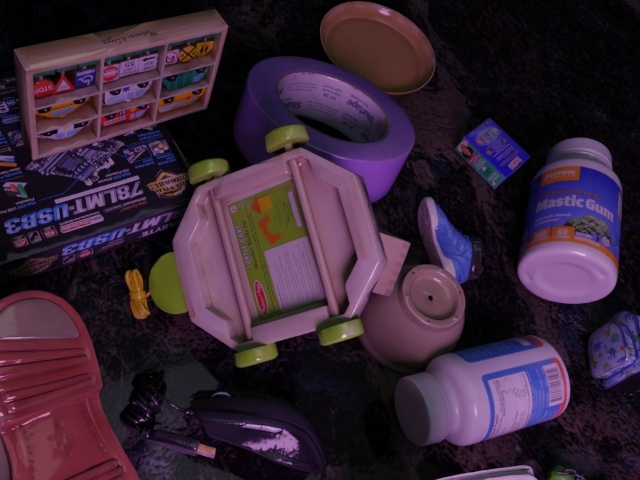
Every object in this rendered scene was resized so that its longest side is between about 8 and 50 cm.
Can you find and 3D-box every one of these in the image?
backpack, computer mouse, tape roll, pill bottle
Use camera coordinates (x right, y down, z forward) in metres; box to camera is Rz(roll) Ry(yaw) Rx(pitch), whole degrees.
[{"bbox_3d":[0.479,0.171,0.987,0.084,0.105,0.114,20,52,-9],"label":"backpack"},{"bbox_3d":[-0.098,0.206,0.721,0.261,0.184,0.060,24,90,-5],"label":"computer mouse"},{"bbox_3d":[0.006,-0.177,0.985,0.274,0.090,0.275,16,39,-13],"label":"tape roll"},{"bbox_3d":[0.218,0.209,0.863,0.221,0.124,0.124,-7,64,-22],"label":"pill bottle"},{"bbox_3d":[0.427,-0.043,1.063,0.152,0.152,0.272,24,57,-5],"label":"pill bottle"}]

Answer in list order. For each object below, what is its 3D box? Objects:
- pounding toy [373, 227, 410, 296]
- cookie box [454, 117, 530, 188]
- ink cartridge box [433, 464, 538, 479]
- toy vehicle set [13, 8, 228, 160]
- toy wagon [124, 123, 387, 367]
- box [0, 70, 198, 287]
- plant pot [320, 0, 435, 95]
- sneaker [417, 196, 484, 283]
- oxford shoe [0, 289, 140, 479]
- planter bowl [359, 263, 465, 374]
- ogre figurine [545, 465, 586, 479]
[{"bbox_3d":[-0.010,-0.004,0.903,0.180,0.206,0.094,17,97,-29],"label":"pounding toy"},{"bbox_3d":[0.318,-0.162,1.159,0.091,0.040,0.107,-36,77,-32],"label":"cookie box"},{"bbox_3d":[0.126,0.366,0.648,0.116,0.278,0.202,1,61,-19],"label":"ink cartridge box"},{"bbox_3d":[-0.258,-0.207,0.828,0.266,0.166,0.035,-25,72,-31],"label":"toy vehicle set"},{"bbox_3d":[-0.094,0.021,0.800,0.068,0.344,0.268,5,68,-68],"label":"toy wagon"},{"bbox_3d":[-0.357,-0.115,0.880,0.295,0.073,0.293,-23,72,-29],"label":"box"},{"bbox_3d":[0.108,-0.365,1.209,0.236,0.032,0.237,9,58,-14],"label":"plant pot"},{"bbox_3d":[0.216,-0.003,1.021,0.084,0.058,0.152,-8,69,-17],"label":"sneaker"},{"bbox_3d":[-0.284,0.257,0.670,0.140,0.146,0.398,-5,80,-40],"label":"oxford shoe"},{"bbox_3d":[0.142,0.100,0.908,0.161,0.109,0.162,8,60,-14],"label":"planter bowl"},{"bbox_3d":[0.363,0.406,0.824,0.118,0.097,0.197,3,43,3],"label":"ogre figurine"}]
